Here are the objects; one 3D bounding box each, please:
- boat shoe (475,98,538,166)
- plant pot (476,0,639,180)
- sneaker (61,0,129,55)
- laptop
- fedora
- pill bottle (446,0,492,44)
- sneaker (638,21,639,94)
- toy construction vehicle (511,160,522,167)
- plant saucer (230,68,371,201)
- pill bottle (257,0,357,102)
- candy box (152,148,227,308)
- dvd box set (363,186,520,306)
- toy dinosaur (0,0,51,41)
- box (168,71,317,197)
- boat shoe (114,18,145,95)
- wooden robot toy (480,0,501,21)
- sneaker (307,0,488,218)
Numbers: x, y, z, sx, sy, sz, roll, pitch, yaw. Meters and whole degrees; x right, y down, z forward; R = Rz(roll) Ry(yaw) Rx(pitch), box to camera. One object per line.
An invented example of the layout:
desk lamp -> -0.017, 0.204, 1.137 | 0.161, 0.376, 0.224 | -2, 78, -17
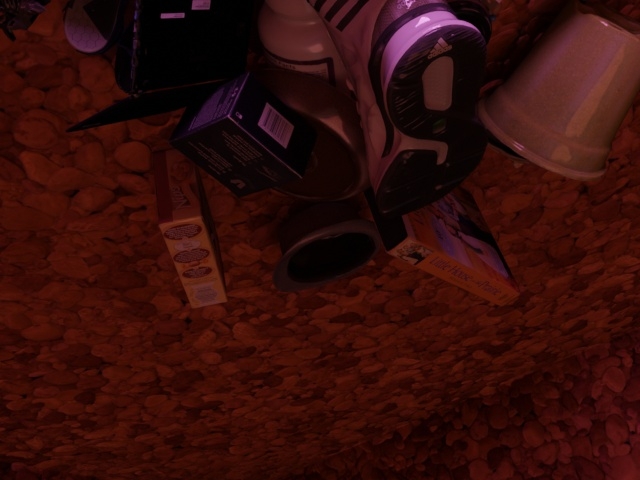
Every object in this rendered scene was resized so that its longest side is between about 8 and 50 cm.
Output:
boat shoe -> 0.439, -0.204, 1.431 | 0.302, 0.098, 0.109 | 17, 122, -24
plant pot -> 0.470, -0.292, 1.250 | 0.276, 0.276, 0.254 | 6, 129, -27
sneaker -> -0.305, -0.373, 0.984 | 0.086, 0.163, 0.226 | 25, 92, -18
laptop -> -0.226, -0.278, 0.985 | 0.234, 0.137, 0.264 | -29, 138, -52
fedora -> 0.000, 0.000, 1.578 | 0.275, 0.124, 0.243 | -19, 148, -8
pill bottle -> 0.167, -0.367, 1.034 | 0.123, 0.219, 0.123 | -10, 146, -7
sneaker -> 0.688, -0.368, 1.258 | 0.295, 0.178, 0.124 | -36, 140, 28
toy construction vehicle -> 0.462, -0.213, 1.529 | 0.098, 0.035, 0.086 | -38, 141, 18
plant saucer -> -0.041, -0.158, 1.154 | 0.311, 0.050, 0.310 | 15, 150, 9
pill bottle -> -0.009, -0.310, 1.100 | 0.169, 0.169, 0.301 | -13, 146, -2
candy box -> -0.265, -0.018, 1.406 | 0.088, 0.183, 0.316 | -11, 146, -6
dvd box set -> 0.243, -0.046, 1.444 | 0.062, 0.307, 0.420 | -39, 138, 27
toy dinosaur -> -0.448, -0.392, 0.886 | 0.322, 0.164, 0.218 | -20, 135, 40
box -> -0.119, -0.157, 1.054 | 0.158, 0.093, 0.156 | -12, 140, 44
boat shoe -> -0.253, -0.316, 1.070 | 0.109, 0.089, 0.258 | 13, 137, -34
wooden robot toy -> 0.278, -0.405, 1.172 | 0.079, 0.076, 0.173 | -51, 174, -12
sneaker -> 0.106, -0.225, 0.961 | 0.169, 0.257, 0.447 | -24, 156, -6
